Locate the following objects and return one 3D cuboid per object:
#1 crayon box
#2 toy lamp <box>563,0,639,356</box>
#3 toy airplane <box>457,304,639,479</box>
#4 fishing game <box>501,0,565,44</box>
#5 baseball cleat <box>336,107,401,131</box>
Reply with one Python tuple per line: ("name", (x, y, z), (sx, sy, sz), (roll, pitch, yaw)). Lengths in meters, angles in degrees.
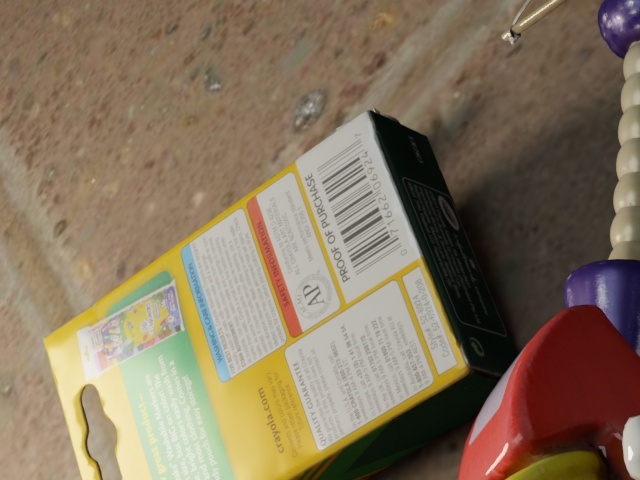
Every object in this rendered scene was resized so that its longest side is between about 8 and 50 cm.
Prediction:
("crayon box", (-0.035, 0.083, 1.217), (0.323, 0.083, 0.203), (-33, 61, 26))
("toy lamp", (0.198, -0.032, 1.098), (0.080, 0.080, 0.274), (-18, 49, 39))
("toy airplane", (0.137, 0.242, 0.795), (0.384, 0.272, 0.386), (-154, 74, -68))
("fishing game", (0.200, -0.259, 1.279), (0.189, 0.041, 0.264), (-33, 32, 42))
("baseball cleat", (0.000, 0.000, 1.309), (0.206, 0.072, 0.109), (-44, 53, 23))
